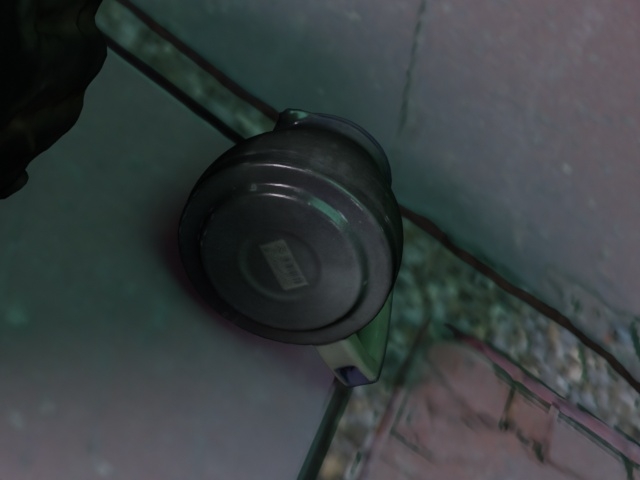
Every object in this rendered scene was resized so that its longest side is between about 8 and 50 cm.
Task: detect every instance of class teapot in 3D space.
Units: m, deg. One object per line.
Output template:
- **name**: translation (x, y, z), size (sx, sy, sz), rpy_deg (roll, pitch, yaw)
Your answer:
- **teapot**: translation (0.000, 0.000, 0.475), size (0.088, 0.066, 0.057), rpy_deg (62, 30, -27)

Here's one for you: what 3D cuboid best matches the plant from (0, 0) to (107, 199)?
- **plant**: translation (-0.164, -0.049, 0.317), size (0.256, 0.164, 0.141), rpy_deg (-6, 75, -48)
